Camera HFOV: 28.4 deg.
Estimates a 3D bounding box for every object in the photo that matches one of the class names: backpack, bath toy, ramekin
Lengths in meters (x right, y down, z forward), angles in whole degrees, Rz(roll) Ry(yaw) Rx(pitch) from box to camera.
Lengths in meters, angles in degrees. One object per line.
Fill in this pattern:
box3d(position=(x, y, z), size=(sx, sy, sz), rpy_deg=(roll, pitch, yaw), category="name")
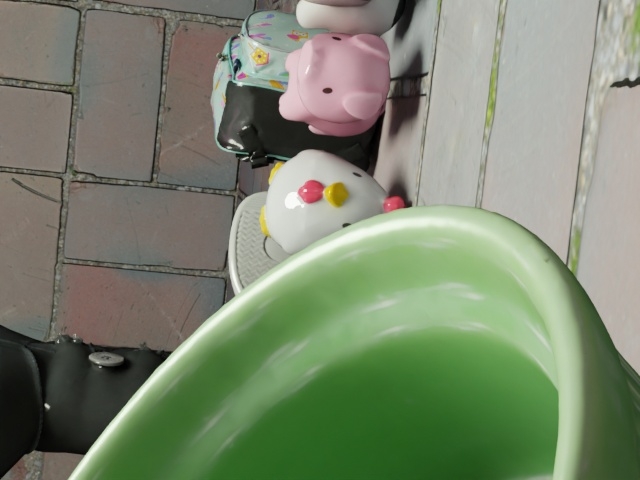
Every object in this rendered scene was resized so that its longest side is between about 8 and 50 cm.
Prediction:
box3d(position=(-0.028, -0.155, 1.287), size=(0.188, 0.166, 0.144), rpy_deg=(-118, 37, -69), category="backpack")
box3d(position=(0.026, -0.154, 1.101), size=(0.151, 0.129, 0.348), rpy_deg=(17, -102, -53), category="bath toy")
box3d(position=(0.013, 0.150, 0.431), size=(0.303, 0.148, 0.303), rpy_deg=(-39, 25, 23), category="ramekin")

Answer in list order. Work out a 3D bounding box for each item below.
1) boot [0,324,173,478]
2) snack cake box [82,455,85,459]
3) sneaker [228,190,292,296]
box3d(position=(-0.215, 0.219, 1.372), size=(0.367, 0.445, 0.146), rpy_deg=(-103, 31, -61), category="boot")
box3d(position=(-0.171, 0.252, 1.640), size=(0.089, 0.264, 0.152), rpy_deg=(106, 167, -53), category="snack cake box")
box3d(position=(-0.046, 0.084, 1.354), size=(0.151, 0.094, 0.255), rpy_deg=(116, 142, -71), category="sneaker")
